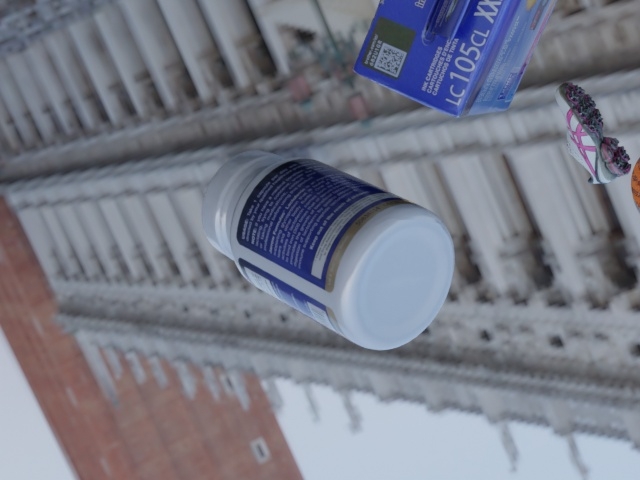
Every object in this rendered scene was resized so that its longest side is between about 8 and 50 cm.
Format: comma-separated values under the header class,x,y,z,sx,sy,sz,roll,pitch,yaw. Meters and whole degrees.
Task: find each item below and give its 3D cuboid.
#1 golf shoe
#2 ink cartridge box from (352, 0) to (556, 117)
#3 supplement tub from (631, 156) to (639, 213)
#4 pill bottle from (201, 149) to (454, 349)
class,x,y,z,sx,sy,sz,roll,pitch,yaw
golf shoe,0.432,-0.173,2.435,0.086,0.186,0.067,-25,-168,40
ink cartridge box,0.181,-0.297,1.773,0.151,0.270,0.395,26,-167,14
supplement tub,0.421,-0.058,1.652,0.117,0.117,0.190,-18,168,28
pill bottle,0.000,0.000,1.536,0.153,0.153,0.264,-29,-144,-29
